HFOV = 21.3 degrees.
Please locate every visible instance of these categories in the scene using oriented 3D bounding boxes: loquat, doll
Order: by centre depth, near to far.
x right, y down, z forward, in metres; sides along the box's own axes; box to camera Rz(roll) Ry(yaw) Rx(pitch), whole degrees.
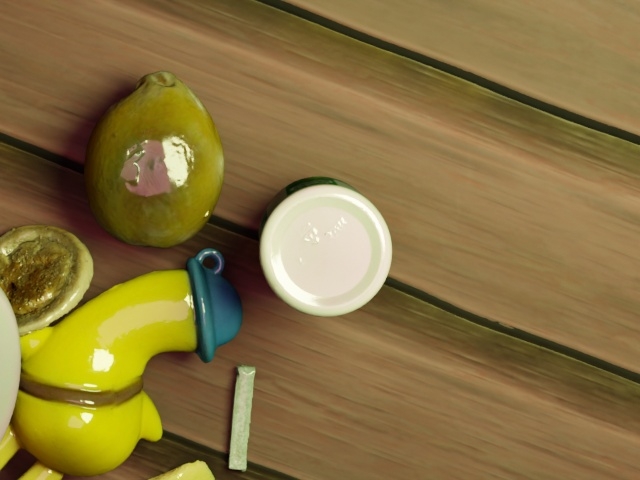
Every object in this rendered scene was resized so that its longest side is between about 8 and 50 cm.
[{"bbox_3d":[-0.178,-0.085,1.838,0.152,0.152,0.195,8,103,-2],"label":"loquat"},{"bbox_3d":[-0.237,0.142,1.857,0.363,0.145,0.199,-46,106,-1],"label":"doll"}]

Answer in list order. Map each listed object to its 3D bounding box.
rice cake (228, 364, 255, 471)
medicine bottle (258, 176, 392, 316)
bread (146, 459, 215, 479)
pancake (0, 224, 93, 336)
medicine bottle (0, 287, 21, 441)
[{"bbox_3d":[-0.089,0.201,1.925,0.022,0.021,0.121,4,97,-6],"label":"rice cake"},{"bbox_3d":[0.000,0.000,1.781,0.133,0.274,0.133,0,95,-3],"label":"medicine bottle"},{"bbox_3d":[-0.235,0.375,1.928,0.264,0.163,0.167,-27,96,-31],"label":"bread"},{"bbox_3d":[-0.321,0.045,1.860,0.152,0.025,0.151,-7,55,10],"label":"pancake"},{"bbox_3d":[-0.503,0.123,1.759,0.325,0.256,0.256,10,95,24],"label":"medicine bottle"}]
